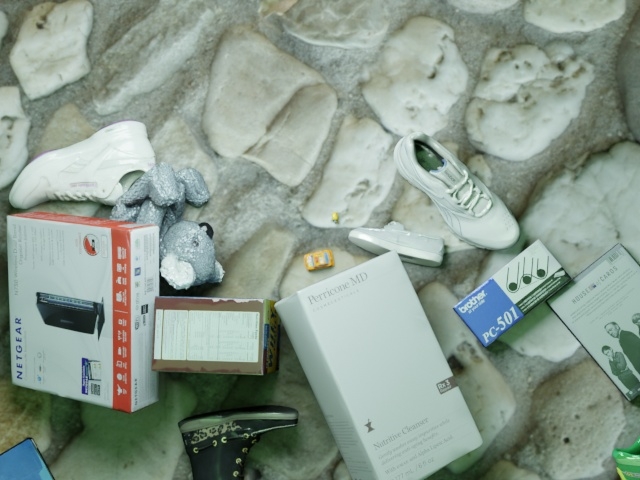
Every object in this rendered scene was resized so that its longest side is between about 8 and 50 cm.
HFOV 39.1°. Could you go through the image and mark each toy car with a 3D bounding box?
[{"bbox_3d":[0.000,0.000,1.751,0.060,0.040,0.122,6,86,6],"label":"toy car"}]

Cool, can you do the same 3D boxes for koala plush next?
[{"bbox_3d":[-0.279,-0.002,1.716,0.203,0.196,0.221,-39,83,13],"label":"koala plush"}]

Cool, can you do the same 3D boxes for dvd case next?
[{"bbox_3d":[0.567,0.151,1.686,0.179,0.029,0.238,-39,82,1],"label":"dvd case"}]

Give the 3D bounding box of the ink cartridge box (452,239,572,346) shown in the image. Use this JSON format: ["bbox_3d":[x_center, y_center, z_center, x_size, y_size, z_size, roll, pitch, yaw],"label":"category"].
[{"bbox_3d":[0.360,0.100,1.703,0.207,0.046,0.097,-39,81,1],"label":"ink cartridge box"}]

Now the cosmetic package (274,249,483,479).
[{"bbox_3d":[0.100,0.235,1.619,0.217,0.156,0.385,-25,89,-22],"label":"cosmetic package"}]

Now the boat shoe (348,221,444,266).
[{"bbox_3d":[0.148,-0.002,1.728,0.184,0.066,0.063,13,72,9],"label":"boat shoe"}]

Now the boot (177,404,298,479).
[{"bbox_3d":[-0.146,0.409,1.708,0.237,0.085,0.178,-9,86,11],"label":"boot"}]

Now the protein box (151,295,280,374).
[{"bbox_3d":[-0.187,0.175,1.673,0.201,0.200,0.135,1,84,6],"label":"protein box"}]

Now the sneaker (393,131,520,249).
[{"bbox_3d":[0.253,-0.090,1.691,0.297,0.129,0.111,41,88,7],"label":"sneaker"}]

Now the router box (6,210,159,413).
[{"bbox_3d":[-0.441,0.126,1.674,0.301,0.082,0.335,6,100,28],"label":"router box"}]

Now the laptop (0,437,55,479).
[{"bbox_3d":[-0.666,0.646,1.668,0.236,0.408,0.382,-37,80,36],"label":"laptop"}]

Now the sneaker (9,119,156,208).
[{"bbox_3d":[-0.465,-0.119,1.771,0.305,0.114,0.152,-25,82,3],"label":"sneaker"}]

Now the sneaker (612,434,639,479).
[{"bbox_3d":[0.655,0.336,1.620,0.295,0.109,0.123,-39,86,1],"label":"sneaker"}]
